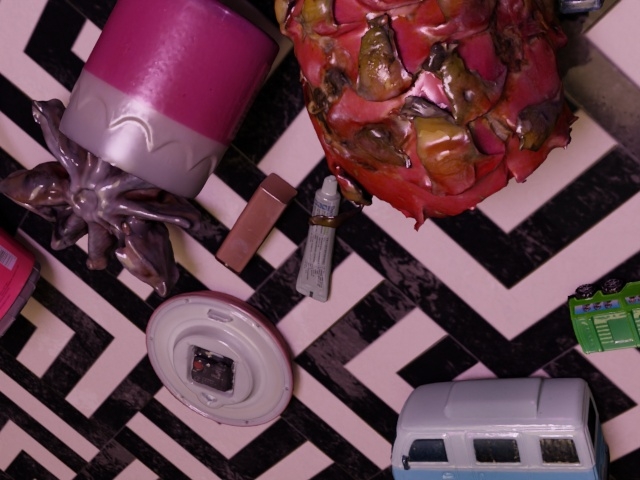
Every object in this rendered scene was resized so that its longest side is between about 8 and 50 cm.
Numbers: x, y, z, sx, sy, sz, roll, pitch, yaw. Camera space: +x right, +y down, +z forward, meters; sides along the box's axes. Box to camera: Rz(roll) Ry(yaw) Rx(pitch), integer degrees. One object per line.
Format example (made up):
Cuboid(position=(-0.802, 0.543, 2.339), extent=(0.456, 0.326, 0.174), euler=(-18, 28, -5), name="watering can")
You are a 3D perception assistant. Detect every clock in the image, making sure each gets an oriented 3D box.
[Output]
Cuboid(position=(-0.152, 0.180, 1.178), extent=(0.244, 0.056, 0.244), euler=(11, 125, 17), name="clock")

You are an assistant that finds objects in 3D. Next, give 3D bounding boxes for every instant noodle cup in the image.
Cuboid(position=(-0.537, 0.058, 1.164), extent=(0.181, 0.258, 0.302), euler=(40, 86, -26), name="instant noodle cup")

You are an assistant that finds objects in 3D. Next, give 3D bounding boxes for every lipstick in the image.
Cuboid(position=(-0.086, -0.019, 1.029), extent=(0.045, 0.045, 0.145), euler=(37, 128, 1), name="lipstick")

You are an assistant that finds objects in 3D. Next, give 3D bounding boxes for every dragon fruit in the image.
Cuboid(position=(0.082, -0.173, 0.742), extent=(0.291, 0.250, 0.269), euler=(50, 145, -15), name="dragon fruit")

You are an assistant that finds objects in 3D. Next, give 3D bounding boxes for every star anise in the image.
Cuboid(position=(-0.282, -0.089, 1.028), extent=(0.316, 0.139, 0.359), euler=(-24, 101, 16), name="star anise")

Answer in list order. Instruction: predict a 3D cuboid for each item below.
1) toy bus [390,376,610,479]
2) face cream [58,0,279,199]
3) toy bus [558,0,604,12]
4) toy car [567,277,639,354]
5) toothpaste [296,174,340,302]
Cuboid(position=(0.222, 0.262, 1.021), extent=(0.271, 0.133, 0.164), euler=(-7, 112, 24), name="toy bus")
Cuboid(position=(-0.162, -0.166, 0.847), extent=(0.175, 0.175, 0.195), euler=(29, 96, 4), name="face cream")
Cuboid(position=(0.234, -0.292, 0.707), extent=(0.047, 0.065, 0.166), euler=(2, 122, 23), name="toy bus")
Cuboid(position=(0.364, 0.082, 0.887), extent=(0.165, 0.062, 0.071), euler=(-13, 113, 29), name="toy car")
Cuboid(position=(0.000, 0.000, 1.016), extent=(0.048, 0.029, 0.197), euler=(20, 129, 14), name="toothpaste")
